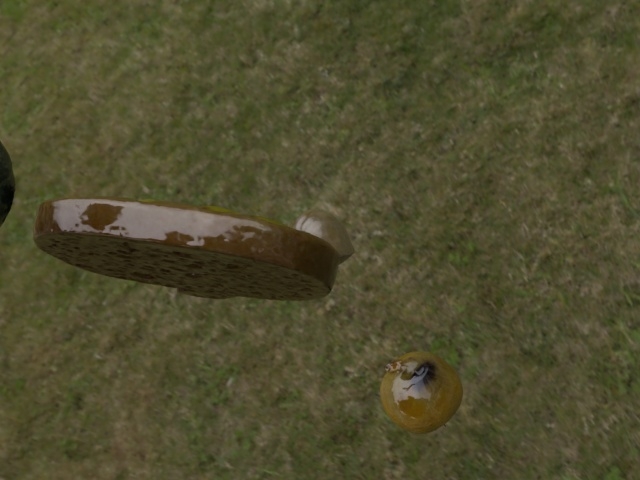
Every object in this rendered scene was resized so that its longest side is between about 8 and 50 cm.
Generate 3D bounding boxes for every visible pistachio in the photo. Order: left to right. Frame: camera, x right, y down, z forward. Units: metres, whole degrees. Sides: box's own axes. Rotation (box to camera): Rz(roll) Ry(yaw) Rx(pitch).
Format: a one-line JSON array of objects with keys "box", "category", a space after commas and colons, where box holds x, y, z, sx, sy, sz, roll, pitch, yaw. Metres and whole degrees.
[{"box": [0.000, 0.000, 1.574, 0.126, 0.185, 0.108, 14, 99, 6], "category": "pistachio"}]

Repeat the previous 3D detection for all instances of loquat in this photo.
[{"box": [0.185, 0.277, 1.644, 0.137, 0.163, 0.163, -36, 47, 46], "category": "loquat"}]

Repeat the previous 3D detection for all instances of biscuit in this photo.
[{"box": [-0.172, 0.011, 1.189, 0.394, 0.350, 0.070, 8, 76, 1], "category": "biscuit"}]

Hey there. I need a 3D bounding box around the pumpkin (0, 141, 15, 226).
[{"box": [-0.396, -0.056, 0.905, 0.167, 0.167, 0.125, -49, 51, -1], "category": "pumpkin"}]
